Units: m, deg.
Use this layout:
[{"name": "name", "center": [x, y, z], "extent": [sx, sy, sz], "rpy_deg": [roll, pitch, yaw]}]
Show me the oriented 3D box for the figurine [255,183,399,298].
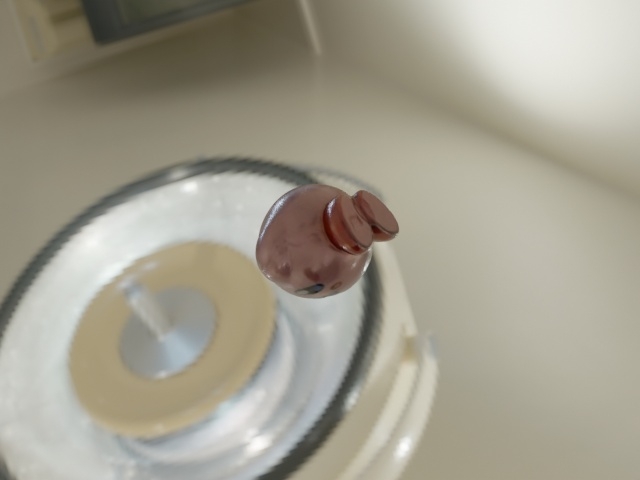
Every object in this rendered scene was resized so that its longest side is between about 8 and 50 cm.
[{"name": "figurine", "center": [0.000, 0.000, 0.916], "extent": [0.071, 0.067, 0.083], "rpy_deg": [-36, 159, 23]}]
